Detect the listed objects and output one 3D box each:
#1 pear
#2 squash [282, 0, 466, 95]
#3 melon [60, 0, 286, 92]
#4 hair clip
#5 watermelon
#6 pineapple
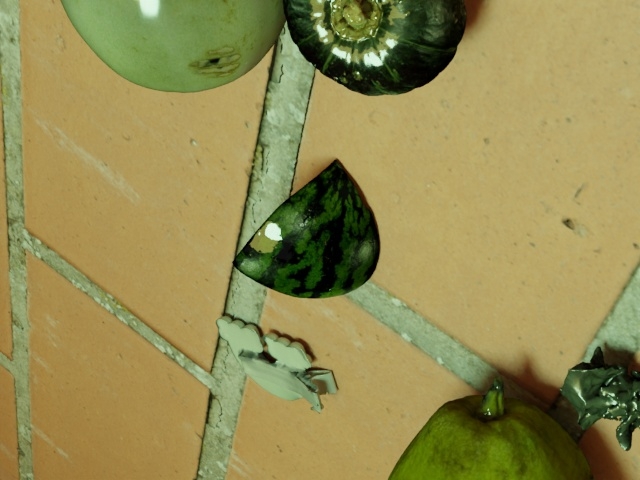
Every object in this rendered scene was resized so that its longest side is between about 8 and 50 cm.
[{"bbox_3d":[0.214,0.340,1.604,0.287,0.287,0.375,18,120,35],"label":"pear"},{"bbox_3d":[0.057,-0.243,1.294,0.193,0.156,0.193,14,113,38],"label":"squash"},{"bbox_3d":[-0.160,-0.323,1.344,0.268,0.268,0.330,19,129,34],"label":"melon"},{"bbox_3d":[-0.069,0.200,1.949,0.220,0.054,0.140,17,140,40],"label":"hair clip"},{"bbox_3d":[0.002,0.009,1.637,0.193,0.137,0.145,-43,88,13],"label":"watermelon"},{"bbox_3d":[0.374,0.180,1.417,0.237,0.111,0.119,-3,91,54],"label":"pineapple"}]
